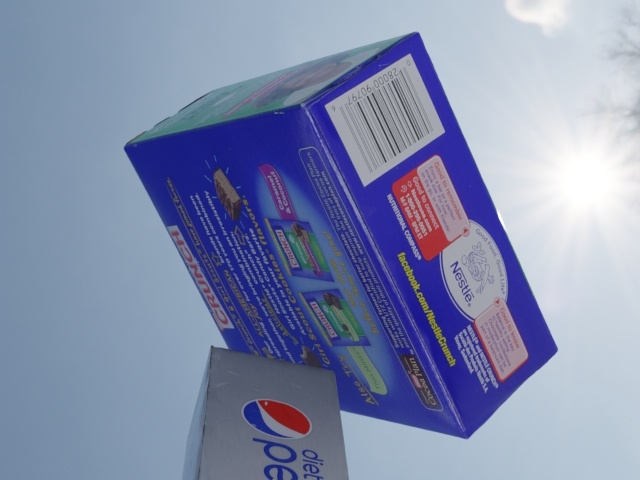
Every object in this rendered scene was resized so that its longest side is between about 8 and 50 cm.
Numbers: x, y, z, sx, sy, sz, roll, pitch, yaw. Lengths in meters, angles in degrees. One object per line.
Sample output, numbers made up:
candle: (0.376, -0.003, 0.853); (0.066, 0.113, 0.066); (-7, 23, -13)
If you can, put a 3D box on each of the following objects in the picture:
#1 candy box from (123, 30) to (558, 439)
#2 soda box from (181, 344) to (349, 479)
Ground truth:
candy box: (0.000, 0.000, 0.818); (0.122, 0.317, 0.268); (-35, -72, -29)
soda box: (-0.038, 0.174, 0.622); (0.286, 0.098, 0.091); (-100, 25, -69)
